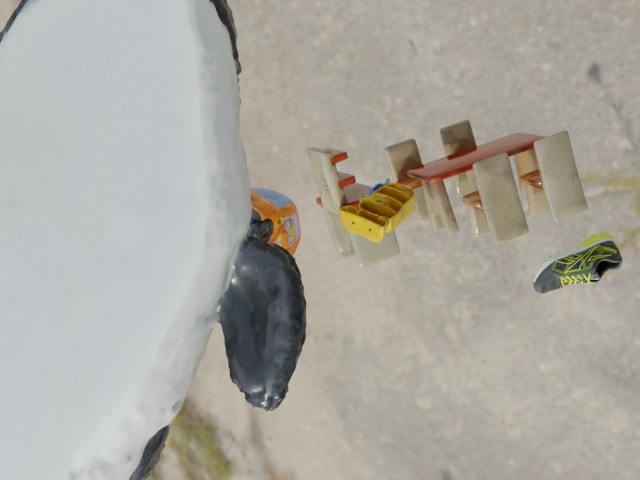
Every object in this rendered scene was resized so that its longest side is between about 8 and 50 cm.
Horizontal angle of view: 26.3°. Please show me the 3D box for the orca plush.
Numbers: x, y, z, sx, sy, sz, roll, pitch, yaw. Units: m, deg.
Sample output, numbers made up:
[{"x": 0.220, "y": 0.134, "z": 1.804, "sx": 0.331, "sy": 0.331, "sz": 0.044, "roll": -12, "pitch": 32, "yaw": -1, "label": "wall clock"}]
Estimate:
[{"x": -0.074, "y": 0.040, "z": 0.483, "sx": 0.151, "sy": 0.102, "sz": 0.287, "roll": -2, "pitch": 100, "yaw": 7, "label": "orca plush"}]

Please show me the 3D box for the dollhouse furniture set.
[{"x": 0.129, "y": -0.076, "z": 1.543, "sx": 0.262, "sy": 0.259, "sz": 0.135, "roll": -157, "pitch": 49, "yaw": -70, "label": "dollhouse furniture set"}]

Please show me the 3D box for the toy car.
[{"x": 0.000, "y": 0.000, "z": 0.597, "sx": 0.122, "sy": 0.040, "sz": 0.060, "roll": 7, "pitch": 124, "yaw": 44, "label": "toy car"}]

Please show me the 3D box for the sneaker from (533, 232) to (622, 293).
[{"x": 0.225, "y": 0.025, "z": 1.200, "sx": 0.031, "sy": 0.083, "sz": 0.035, "roll": 52, "pitch": -172, "yaw": -50, "label": "sneaker"}]
